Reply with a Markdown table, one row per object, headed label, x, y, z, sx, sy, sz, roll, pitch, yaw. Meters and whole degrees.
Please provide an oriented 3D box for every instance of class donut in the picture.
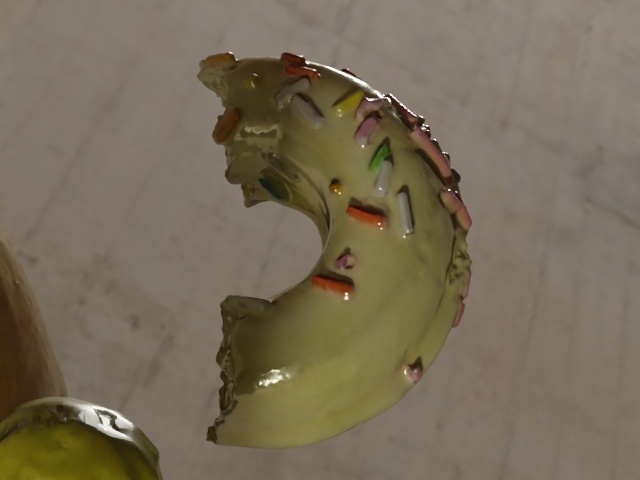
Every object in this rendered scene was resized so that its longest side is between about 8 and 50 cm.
| label | x | y | z | sx | sy | sz | roll | pitch | yaw |
| --- | --- | --- | --- | --- | --- | --- | --- | --- | --- |
| donut | 0.004 | -0.003 | 0.688 | 0.108 | 0.065 | 0.166 | -4 | -114 | 10 |

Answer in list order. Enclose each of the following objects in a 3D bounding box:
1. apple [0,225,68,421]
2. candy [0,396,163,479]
| label | x | y | z | sx | sy | sz | roll | pitch | yaw |
| --- | --- | --- | --- | --- | --- | --- | --- | --- | --- |
| apple | -0.245 | 0.119 | 0.666 | 0.346 | 0.254 | 0.179 | -36 | -148 | -17 |
| candy | -0.088 | 0.133 | 0.506 | 0.106 | 0.199 | 0.094 | 21 | -158 | 7 |
